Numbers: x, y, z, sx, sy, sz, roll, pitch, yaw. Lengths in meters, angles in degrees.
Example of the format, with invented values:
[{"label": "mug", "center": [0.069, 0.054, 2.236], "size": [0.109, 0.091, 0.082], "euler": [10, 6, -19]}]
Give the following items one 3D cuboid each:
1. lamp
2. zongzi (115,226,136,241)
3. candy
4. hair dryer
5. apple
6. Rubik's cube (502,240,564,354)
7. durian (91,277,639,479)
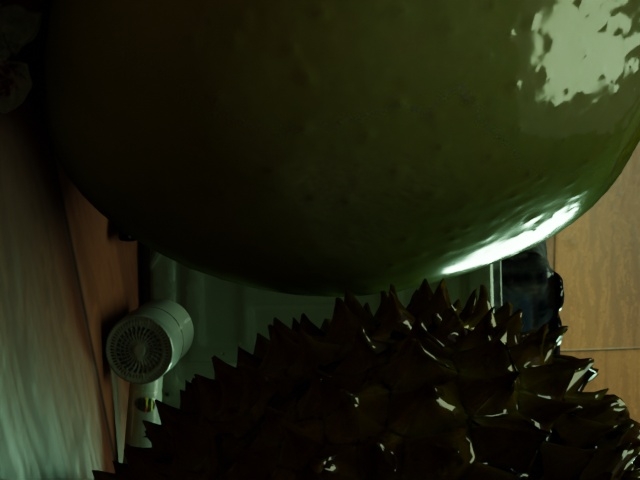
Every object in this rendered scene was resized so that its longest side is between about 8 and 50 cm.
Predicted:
[{"label": "lamp", "center": [0.000, 0.000, 1.009], "size": [0.047, 0.266, 0.269], "euler": [18, 71, -85]}, {"label": "zongzi", "center": [-0.119, -0.018, 0.962], "size": [0.083, 0.073, 0.067], "euler": [19, 63, -41]}, {"label": "candy", "center": [-0.151, -0.147, 0.652], "size": [0.043, 0.045, 0.175], "euler": [6, 83, -51]}, {"label": "hair dryer", "center": [-0.118, 0.113, 0.932], "size": [0.082, 0.047, 0.137], "euler": [-45, 139, -84]}, {"label": "apple", "center": [0.012, -0.132, 0.744], "size": [0.357, 0.357, 0.357], "euler": [-1, 90, -85]}, {"label": "Rubik's cube", "center": [0.047, 0.047, 1.239], "size": [0.313, 0.318, 0.316], "euler": [-84, 172, -50]}, {"label": "durian", "center": [0.007, 0.206, 0.675], "size": [0.347, 0.384, 0.347], "euler": [50, -4, 5]}]
